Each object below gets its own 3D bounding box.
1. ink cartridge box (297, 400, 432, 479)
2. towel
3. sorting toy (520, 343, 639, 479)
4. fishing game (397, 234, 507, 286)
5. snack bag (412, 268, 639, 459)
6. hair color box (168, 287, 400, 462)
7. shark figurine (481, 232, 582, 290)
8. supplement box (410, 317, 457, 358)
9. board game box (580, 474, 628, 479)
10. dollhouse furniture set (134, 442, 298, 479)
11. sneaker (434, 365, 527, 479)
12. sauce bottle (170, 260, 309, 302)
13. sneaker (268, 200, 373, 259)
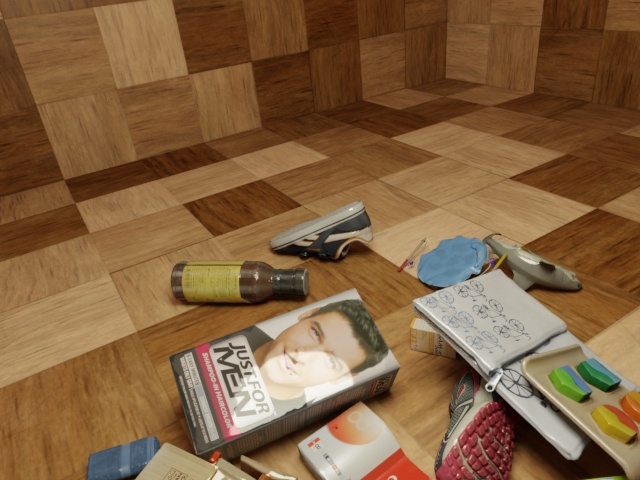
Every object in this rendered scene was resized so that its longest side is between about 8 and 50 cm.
[{"bbox_3d":[0.069,0.364,0.819,0.145,0.045,0.179,-25,32,-28],"label":"ink cartridge box"},{"bbox_3d":[-0.344,0.389,0.872,0.119,0.029,0.067,-12,30,-11],"label":"towel"},{"bbox_3d":[0.439,0.247,0.769,0.192,0.038,0.208,0,37,-37],"label":"sorting toy"},{"bbox_3d":[0.336,0.056,1.268,0.264,0.041,0.189,9,49,49],"label":"fishing game"},{"bbox_3d":[0.370,0.190,0.879,0.322,0.037,0.342,-9,44,-42],"label":"snack bag"},{"bbox_3d":[-0.065,0.245,0.919,0.374,0.114,0.185,-18,55,-18],"label":"hair color box"},{"bbox_3d":[0.475,0.066,1.217,0.278,0.116,0.166,33,13,38],"label":"shark figurine"},{"bbox_3d":[0.240,0.205,1.045,0.098,0.062,0.036,7,31,24],"label":"supplement box"},{"bbox_3d":[0.334,0.429,0.615,0.346,0.078,0.233,-7,29,0],"label":"board game box"},{"bbox_3d":[-0.143,0.380,0.617,0.135,0.259,0.262,16,33,17],"label":"dollhouse furniture set"},{"bbox_3d":[0.258,0.305,0.825,0.112,0.121,0.299,-19,6,39],"label":"sneaker"},{"bbox_3d":[-0.202,0.106,1.263,0.344,0.112,0.111,0,30,12],"label":"sauce bottle"},{"bbox_3d":[0.000,0.000,1.415,0.321,0.128,0.126,-19,14,31],"label":"sneaker"}]
